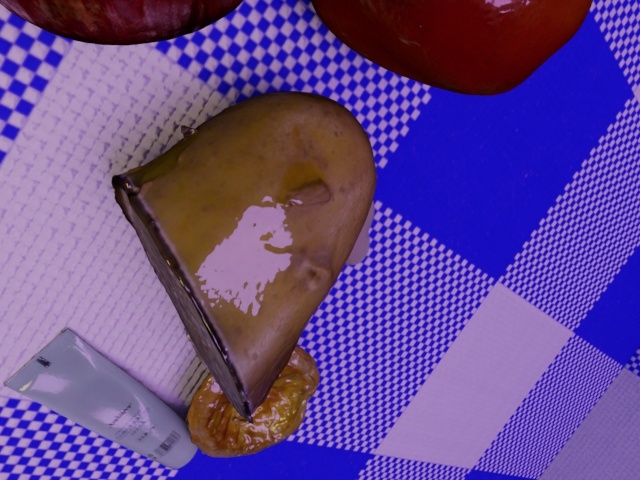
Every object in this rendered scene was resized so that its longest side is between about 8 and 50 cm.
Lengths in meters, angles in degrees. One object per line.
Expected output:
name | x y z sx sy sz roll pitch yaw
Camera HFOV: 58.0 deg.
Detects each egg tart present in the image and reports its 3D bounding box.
egg tart | -0.115 0.254 0.959 0.241 0.106 0.240 -16 125 -24

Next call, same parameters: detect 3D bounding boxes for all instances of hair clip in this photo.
hair clip | 0.000 -0.001 0.916 0.218 0.071 0.159 -46 131 -9

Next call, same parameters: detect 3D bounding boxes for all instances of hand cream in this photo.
hand cream | -0.299 0.255 0.865 0.109 0.067 0.320 -43 129 -5

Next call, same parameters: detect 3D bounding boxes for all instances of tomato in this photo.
tomato | 0.140 -0.323 0.634 0.290 0.325 0.293 5 117 -40

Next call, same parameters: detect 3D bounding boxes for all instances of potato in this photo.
potato | -0.053 0.013 0.731 0.296 0.290 0.397 -31 128 -17

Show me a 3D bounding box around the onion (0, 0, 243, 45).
onion | -0.168 -0.264 0.508 0.273 0.273 0.285 -23 154 -23
